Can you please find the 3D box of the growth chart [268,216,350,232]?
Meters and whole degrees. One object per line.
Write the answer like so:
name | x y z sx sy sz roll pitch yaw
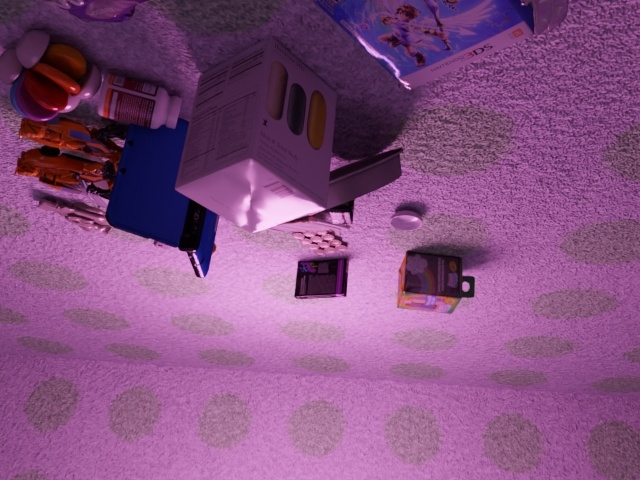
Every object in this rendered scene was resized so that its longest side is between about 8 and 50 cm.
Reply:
growth chart | -0.057 -0.037 1.763 0.237 0.021 0.172 -2 172 34

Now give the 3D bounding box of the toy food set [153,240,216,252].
toy food set | -0.405 -0.017 1.840 0.232 0.111 0.104 15 152 -23

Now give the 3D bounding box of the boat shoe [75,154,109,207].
boat shoe | -0.562 -0.136 1.668 0.081 0.079 0.227 -1 157 4

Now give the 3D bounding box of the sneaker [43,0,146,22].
sneaker | -0.323 -0.399 1.080 0.236 0.095 0.104 0 161 23

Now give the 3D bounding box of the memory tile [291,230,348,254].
memory tile | 0.000 0.000 1.904 0.113 0.012 0.148 -11 149 31

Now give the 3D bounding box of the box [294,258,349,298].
box | 0.003 0.116 2.023 0.162 0.116 0.029 -4 154 20

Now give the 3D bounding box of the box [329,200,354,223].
box | 0.053 -0.089 1.628 0.052 0.083 0.062 2 154 10

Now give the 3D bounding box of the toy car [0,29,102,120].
toy car | -0.519 -0.292 1.276 0.182 0.136 0.159 -17 147 38

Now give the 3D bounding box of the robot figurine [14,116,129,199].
robot figurine | -0.515 -0.176 1.501 0.290 0.085 0.211 14 128 -14

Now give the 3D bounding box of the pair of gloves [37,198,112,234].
pair of gloves | -0.641 -0.060 1.825 0.204 0.042 0.240 26 164 -37

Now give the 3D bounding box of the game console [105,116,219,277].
game console | -0.316 -0.101 1.447 0.173 0.293 0.250 6 154 2

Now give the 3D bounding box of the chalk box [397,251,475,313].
chalk box | 0.338 0.127 1.957 0.213 0.132 0.132 8 154 -1

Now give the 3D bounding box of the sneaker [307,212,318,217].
sneaker | -0.088 -0.087 1.663 0.221 0.087 0.128 -4 151 21

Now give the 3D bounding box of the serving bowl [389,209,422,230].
serving bowl | 0.219 -0.056 1.726 0.083 0.027 0.083 5 153 3

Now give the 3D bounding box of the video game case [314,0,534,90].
video game case | 0.164 -0.370 1.060 0.244 0.061 0.269 -18 145 38

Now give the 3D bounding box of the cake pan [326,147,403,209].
cake pan | 0.042 -0.116 1.403 0.293 0.054 0.293 -21 -172 3

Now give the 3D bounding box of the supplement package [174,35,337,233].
supplement package | -0.111 -0.188 1.256 0.198 0.263 0.199 -16 146 37

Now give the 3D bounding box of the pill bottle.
pill bottle | -0.357 -0.271 1.341 0.152 0.086 0.086 13 153 -14

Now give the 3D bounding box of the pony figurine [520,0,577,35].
pony figurine | 0.283 -0.448 0.699 0.363 0.303 0.351 -16 114 44
